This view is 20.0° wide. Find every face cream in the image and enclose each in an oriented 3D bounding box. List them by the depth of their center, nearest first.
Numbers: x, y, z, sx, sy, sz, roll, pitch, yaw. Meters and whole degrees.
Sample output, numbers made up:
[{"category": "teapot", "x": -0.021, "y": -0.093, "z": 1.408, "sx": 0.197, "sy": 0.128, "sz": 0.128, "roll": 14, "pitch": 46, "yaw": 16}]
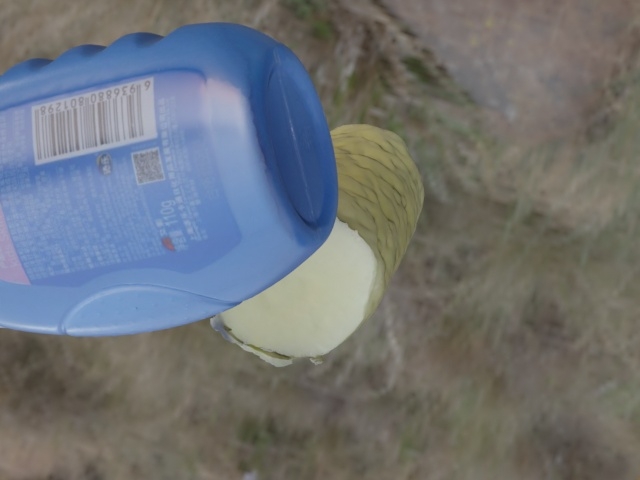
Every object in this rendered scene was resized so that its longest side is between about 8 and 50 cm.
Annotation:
[{"category": "face cream", "x": -0.124, "y": -0.022, "z": 0.931, "sx": 0.264, "sy": 0.083, "sz": 0.149, "roll": -10, "pitch": 95, "yaw": 26}]

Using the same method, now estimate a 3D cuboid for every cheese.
[{"category": "cheese", "x": 0.000, "y": 0.000, "z": 1.144, "sx": 0.123, "sy": 0.167, "sz": 0.094, "roll": -40, "pitch": 98, "yaw": 23}]

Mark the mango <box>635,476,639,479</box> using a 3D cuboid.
[{"category": "mango", "x": 0.188, "y": 0.190, "z": 0.939, "sx": 0.126, "sy": 0.154, "sz": 0.252, "roll": 32, "pitch": 143, "yaw": 6}]
